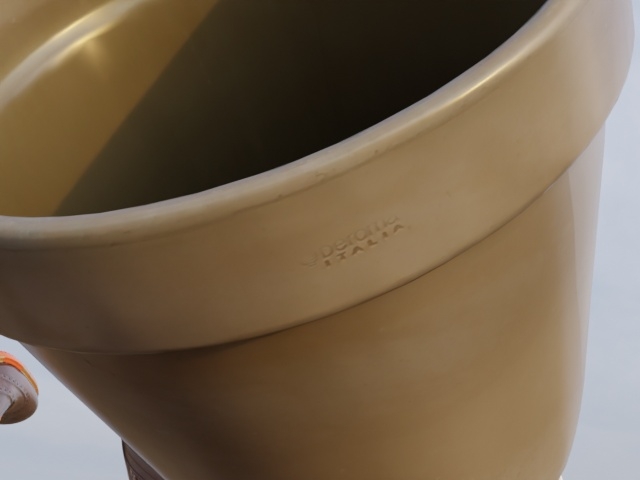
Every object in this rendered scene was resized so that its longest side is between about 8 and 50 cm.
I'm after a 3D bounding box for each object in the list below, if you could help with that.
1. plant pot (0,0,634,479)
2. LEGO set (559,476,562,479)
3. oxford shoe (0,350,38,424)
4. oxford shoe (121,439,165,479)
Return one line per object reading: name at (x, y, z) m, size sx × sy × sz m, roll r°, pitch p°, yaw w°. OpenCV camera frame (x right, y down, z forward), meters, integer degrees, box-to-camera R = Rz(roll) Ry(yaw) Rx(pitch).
plant pot at (0.000, 0.000, 0.638) m, size 0.323 × 0.323 × 0.280 m, roll -5°, pitch -53°, yaw 23°
LEGO set at (0.093, 0.257, 0.696) m, size 0.107 × 0.287 × 0.132 m, roll -9°, pitch 22°, yaw -37°
oxford shoe at (-0.356, 0.167, 1.393) m, size 0.097 × 0.098 × 0.271 m, roll -34°, pitch -21°, yaw 9°
oxford shoe at (-0.005, 0.195, 1.079) m, size 0.364 × 0.130 × 0.132 m, roll -4°, pitch -54°, yaw 29°
